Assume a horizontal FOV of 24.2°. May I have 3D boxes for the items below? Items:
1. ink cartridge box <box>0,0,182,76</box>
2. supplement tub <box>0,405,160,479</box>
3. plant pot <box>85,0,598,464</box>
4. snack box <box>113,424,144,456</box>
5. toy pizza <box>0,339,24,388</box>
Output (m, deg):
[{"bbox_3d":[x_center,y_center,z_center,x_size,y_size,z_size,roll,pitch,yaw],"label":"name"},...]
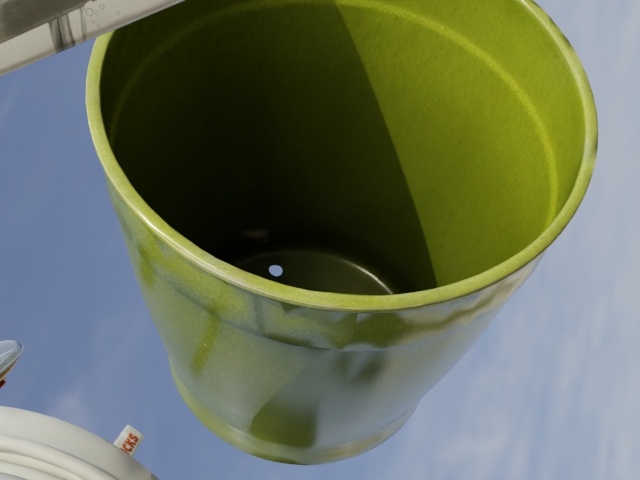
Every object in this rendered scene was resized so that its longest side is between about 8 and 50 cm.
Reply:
[{"bbox_3d":[-0.082,-0.103,0.416,0.135,0.056,0.099,-27,-73,-17],"label":"ink cartridge box"},{"bbox_3d":[-0.150,0.221,0.519,0.316,0.228,0.228,-81,-18,-64],"label":"supplement tub"},{"bbox_3d":[0.000,0.000,1.199,0.353,0.366,0.366,100,-165,-53],"label":"plant pot"},{"bbox_3d":[-0.194,0.220,1.242,0.064,0.022,0.178,-52,4,22],"label":"snack box"},{"bbox_3d":[-0.391,0.164,1.531,0.201,0.201,0.032,-42,-71,-51],"label":"toy pizza"}]
